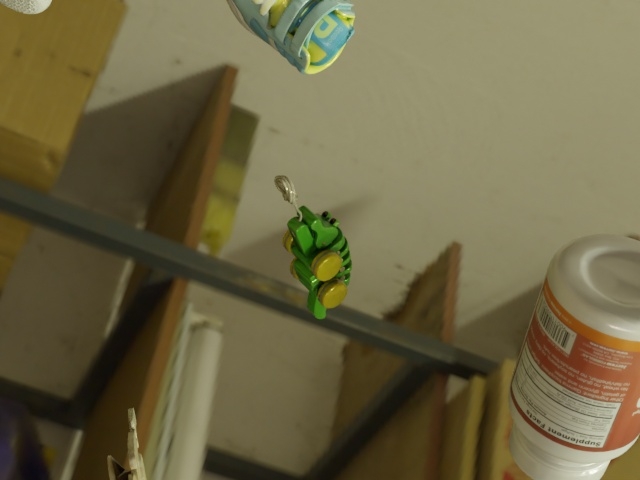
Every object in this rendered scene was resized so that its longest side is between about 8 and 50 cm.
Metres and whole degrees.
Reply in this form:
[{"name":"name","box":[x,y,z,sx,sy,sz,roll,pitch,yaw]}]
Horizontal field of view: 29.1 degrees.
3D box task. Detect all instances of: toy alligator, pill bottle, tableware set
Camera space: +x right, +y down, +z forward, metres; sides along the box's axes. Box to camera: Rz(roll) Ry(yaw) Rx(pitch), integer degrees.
[{"name":"toy alligator","box":[0.000,0.000,1.113,0.056,0.051,0.190,42,-24,38]},{"name":"pill bottle","box":[0.230,0.110,1.054,0.121,0.121,0.216,-90,-173,-50]},{"name":"tableware set","box":[-0.127,0.182,0.784,0.194,0.039,0.128,180,-100,-81]}]

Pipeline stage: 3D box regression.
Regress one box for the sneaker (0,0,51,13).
[{"name":"sneaker","box":[-0.300,-0.320,1.099,0.126,0.240,0.091,-46,-175,-25]}]

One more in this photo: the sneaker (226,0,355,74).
[{"name":"sneaker","box":[-0.058,-0.332,1.561,0.127,0.319,0.208,-48,-124,0]}]
